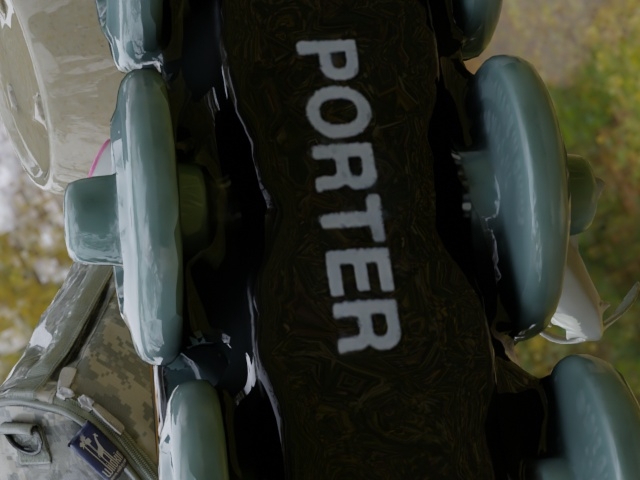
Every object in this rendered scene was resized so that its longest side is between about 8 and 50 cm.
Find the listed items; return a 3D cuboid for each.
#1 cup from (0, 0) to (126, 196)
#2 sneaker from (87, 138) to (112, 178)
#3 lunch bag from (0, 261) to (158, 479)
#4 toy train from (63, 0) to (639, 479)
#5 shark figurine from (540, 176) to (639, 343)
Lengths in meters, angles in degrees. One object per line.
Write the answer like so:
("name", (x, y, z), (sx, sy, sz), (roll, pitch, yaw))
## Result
("cup", (-0.101, -0.144, 1.180), (0.331, 0.237, 0.331), (53, 153, 42))
("sneaker", (0.000, 0.000, 0.944), (0.111, 0.252, 0.103), (46, 128, 45))
("lunch bag", (-0.169, 0.156, 1.457), (0.305, 0.212, 0.256), (-69, -32, -55))
("toy train", (-0.002, 0.017, 0.497), (0.190, 0.142, 0.334), (105, 159, -62))
("shark figurine", (0.187, 0.006, 1.331), (0.278, 0.116, 0.166), (40, -179, -32))
